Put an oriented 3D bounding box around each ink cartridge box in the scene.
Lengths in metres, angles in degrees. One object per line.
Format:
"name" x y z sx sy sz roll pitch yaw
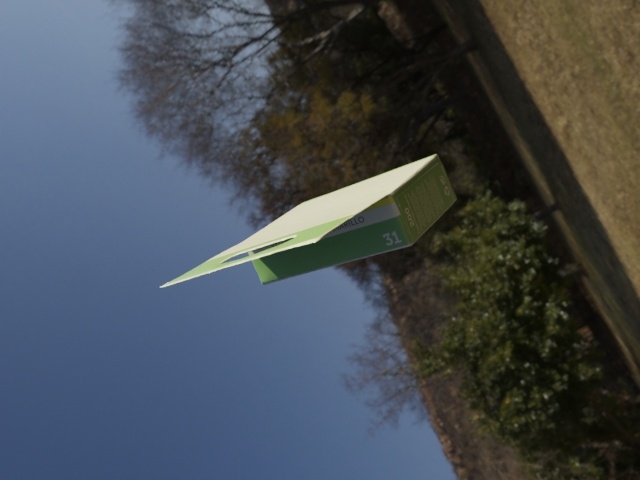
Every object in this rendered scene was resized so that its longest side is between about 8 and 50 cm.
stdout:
"ink cartridge box" 0.000 0.000 0.635 0.235 0.171 0.056 -38 -73 -53
